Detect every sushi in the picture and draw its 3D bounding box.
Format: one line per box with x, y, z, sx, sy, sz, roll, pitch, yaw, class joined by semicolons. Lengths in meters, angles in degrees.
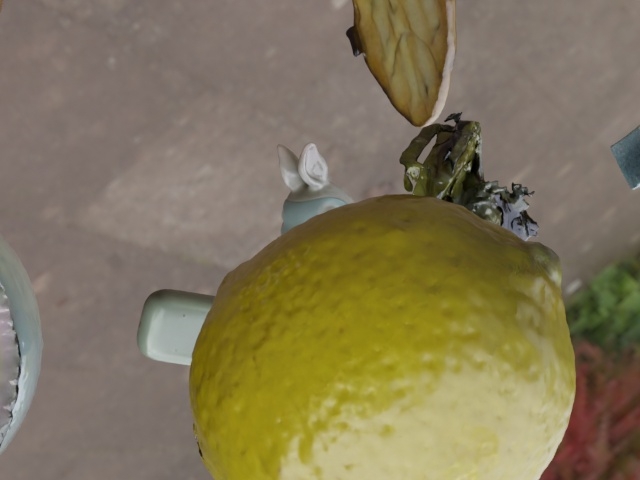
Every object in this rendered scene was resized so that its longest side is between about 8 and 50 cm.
0.159;0.021;1.717;0.139;0.131;0.291;-49;132;-47;sushi

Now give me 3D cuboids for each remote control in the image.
-0.060;0.120;1.917;0.309;0.038;0.090;9;104;-18;remote control

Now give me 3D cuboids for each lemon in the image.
0.051;0.119;1.414;0.336;0.336;0.336;-36;161;-14;lemon

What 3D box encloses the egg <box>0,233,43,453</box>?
-0.469;0.110;1.769;0.354;0.354;0.340;-40;-177;-2;egg

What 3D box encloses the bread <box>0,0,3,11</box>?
-0.354;-0.180;1.394;0.195;0.148;0.344;-23;132;-80;bread

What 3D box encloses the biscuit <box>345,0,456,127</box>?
0.105;-0.267;2.007;0.041;0.260;0.203;-13;-177;-36;biscuit

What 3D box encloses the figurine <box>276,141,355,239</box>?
0.000;0.000;2.048;0.155;0.127;0.235;-54;129;-20;figurine

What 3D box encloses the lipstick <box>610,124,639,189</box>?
0.481;-0.161;2.002;0.066;0.068;0.317;-16;166;-35;lipstick
